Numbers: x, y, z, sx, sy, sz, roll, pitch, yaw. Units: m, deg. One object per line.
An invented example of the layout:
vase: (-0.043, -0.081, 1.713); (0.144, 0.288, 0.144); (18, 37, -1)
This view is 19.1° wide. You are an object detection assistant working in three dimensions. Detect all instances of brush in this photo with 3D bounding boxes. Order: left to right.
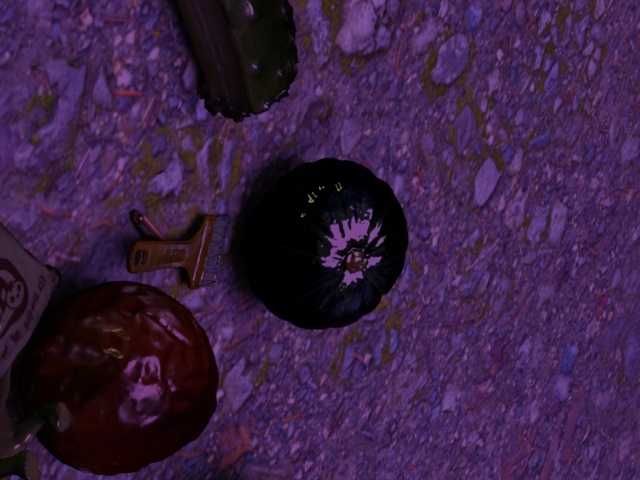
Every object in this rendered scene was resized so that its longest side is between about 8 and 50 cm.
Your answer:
brush: (-0.146, 0.013, 1.957); (0.218, 0.010, 0.083); (-2, 106, -69)

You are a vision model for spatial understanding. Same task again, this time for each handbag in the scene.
handbag: (-0.331, 0.053, 1.621); (0.235, 0.127, 0.213); (51, 60, -40)

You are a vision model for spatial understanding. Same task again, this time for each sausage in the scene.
sausage: (-0.168, -0.004, 1.944); (0.015, 0.015, 0.100); (-61, 147, -17)

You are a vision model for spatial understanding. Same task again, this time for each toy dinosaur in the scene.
toy dinosaur: (-0.368, 0.258, 1.727); (0.087, 0.300, 0.447); (40, 40, -51)

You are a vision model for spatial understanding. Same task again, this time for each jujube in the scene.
jujube: (-0.186, 0.138, 1.859); (0.255, 0.190, 0.190); (44, 67, -74)

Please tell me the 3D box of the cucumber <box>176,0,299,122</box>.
cucumber: (-0.095, -0.278, 1.845); (0.145, 0.105, 0.325); (-52, 140, -29)

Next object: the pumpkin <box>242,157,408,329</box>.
pumpkin: (0.005, 0.005, 2.091); (0.194, 0.150, 0.194); (-11, 105, -49)
